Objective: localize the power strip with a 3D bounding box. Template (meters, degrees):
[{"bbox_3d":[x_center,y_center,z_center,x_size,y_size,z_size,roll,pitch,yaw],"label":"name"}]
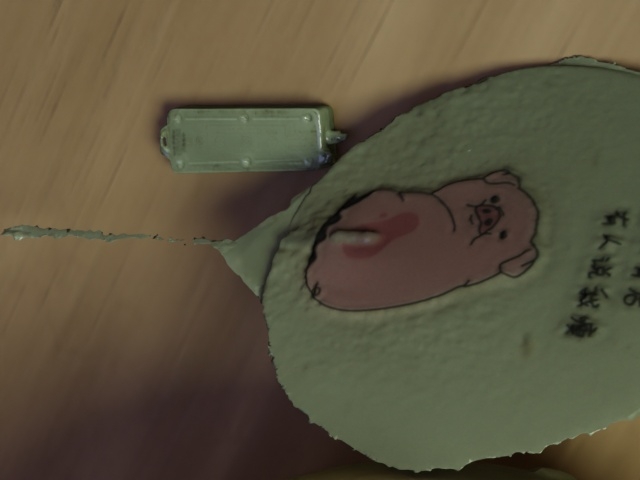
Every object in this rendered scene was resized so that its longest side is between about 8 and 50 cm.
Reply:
[{"bbox_3d":[-0.026,-0.041,0.637,0.083,0.017,0.027,2,102,26],"label":"power strip"}]

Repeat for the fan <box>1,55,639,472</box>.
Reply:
[{"bbox_3d":[0.000,-0.001,0.569,0.310,0.182,0.010,1,140,30],"label":"fan"}]

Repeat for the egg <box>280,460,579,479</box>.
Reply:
[{"bbox_3d":[0.012,0.215,0.526,0.345,0.283,0.283,-13,95,35],"label":"egg"}]
